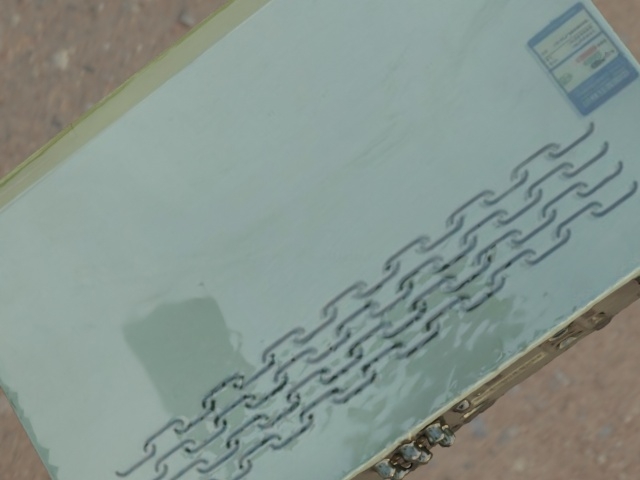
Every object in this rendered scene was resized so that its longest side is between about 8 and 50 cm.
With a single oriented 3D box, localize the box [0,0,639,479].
[{"bbox_3d":[0.000,0.000,0.688,0.270,0.045,0.211,-38,69,10],"label":"box"}]
